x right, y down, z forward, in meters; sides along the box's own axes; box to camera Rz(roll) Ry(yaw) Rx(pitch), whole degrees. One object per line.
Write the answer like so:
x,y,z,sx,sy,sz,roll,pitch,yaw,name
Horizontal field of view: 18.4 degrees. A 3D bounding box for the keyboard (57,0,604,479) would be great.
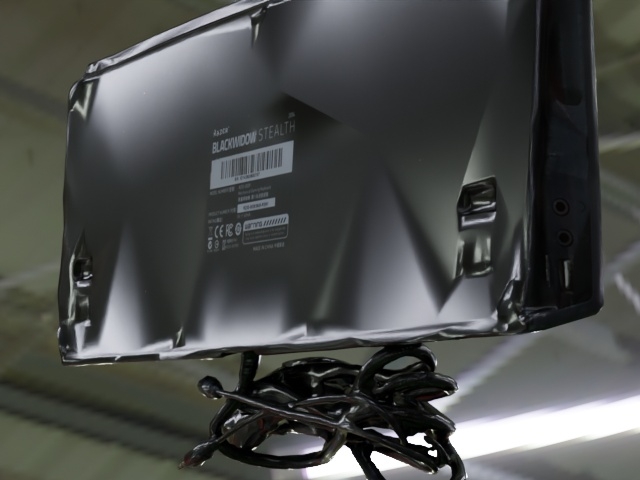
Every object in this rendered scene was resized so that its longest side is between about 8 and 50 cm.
0.000,0.000,0.392,0.038,0.100,0.192,7,-7,-29,keyboard
